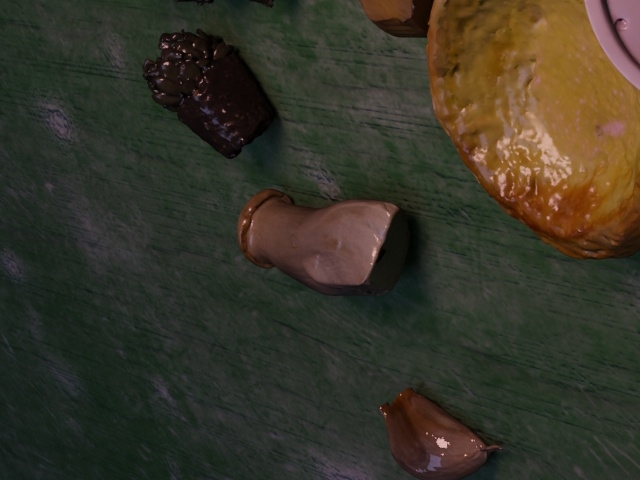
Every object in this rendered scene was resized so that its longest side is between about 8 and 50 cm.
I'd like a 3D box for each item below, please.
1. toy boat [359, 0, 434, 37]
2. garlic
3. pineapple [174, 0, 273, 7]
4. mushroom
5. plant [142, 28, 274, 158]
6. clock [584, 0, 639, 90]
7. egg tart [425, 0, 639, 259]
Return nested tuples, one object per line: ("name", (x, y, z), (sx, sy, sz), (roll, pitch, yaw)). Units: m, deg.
("toy boat", (0.054, -0.309, 1.518), (0.089, 0.121, 0.321), (1, 124, 26))
("garlic", (0.118, 0.217, 1.981), (0.152, 0.066, 0.084), (36, 142, 34))
("pineapple", (-0.127, -0.285, 1.824), (0.237, 0.111, 0.119), (19, 166, 34))
("mushroom", (0.008, 0.006, 1.913), (0.108, 0.096, 0.247), (42, 161, -30))
("plant", (-0.115, -0.155, 1.939), (0.143, 0.092, 0.094), (45, 156, 2))
("clock", (0.280, -0.183, 1.274), (0.196, 0.068, 0.197), (4, 102, 21))
("egg tart", (0.206, -0.125, 1.482), (0.294, 0.123, 0.294), (36, 142, 34))
